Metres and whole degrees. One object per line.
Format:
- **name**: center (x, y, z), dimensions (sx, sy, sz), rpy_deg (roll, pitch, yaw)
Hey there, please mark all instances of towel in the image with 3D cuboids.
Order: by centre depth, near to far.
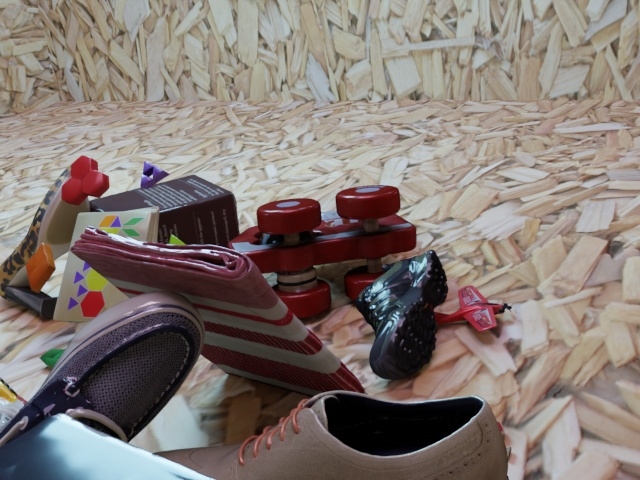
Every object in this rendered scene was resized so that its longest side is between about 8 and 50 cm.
- **towel**: center (-0.095, 0.094, 0.861), dimensions (0.237, 0.329, 0.037), rpy_deg (9, 63, 33)

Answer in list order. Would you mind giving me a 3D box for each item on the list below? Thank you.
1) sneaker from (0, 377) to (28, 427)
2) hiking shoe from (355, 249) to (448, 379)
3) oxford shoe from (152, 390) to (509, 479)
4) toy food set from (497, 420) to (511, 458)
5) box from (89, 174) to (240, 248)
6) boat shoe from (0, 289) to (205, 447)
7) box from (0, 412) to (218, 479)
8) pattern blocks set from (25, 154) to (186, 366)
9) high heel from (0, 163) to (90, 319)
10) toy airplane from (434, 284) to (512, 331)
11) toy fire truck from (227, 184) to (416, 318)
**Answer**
- **sneaker**: center (-0.365, 0.230, 0.884), dimensions (0.225, 0.088, 0.093), rpy_deg (16, 50, 44)
- **hiking shoe**: center (0.098, 0.107, 1.048), dimensions (0.114, 0.086, 0.227), rpy_deg (-13, 29, 34)
- **oxford shoe**: center (-0.022, 0.205, 0.728), dimensions (0.396, 0.147, 0.140), rpy_deg (-7, 23, 9)
- **toy food set**: center (0.150, 0.210, 0.855), dimensions (0.122, 0.019, 0.078), rpy_deg (0, 22, 16)
- **box**: center (-0.258, 0.002, 1.299), dimensions (0.203, 0.167, 0.168), rpy_deg (-18, 24, -27)
- **boat shoe**: center (-0.226, 0.204, 0.714), dimensions (0.340, 0.127, 0.158), rpy_deg (-45, 33, -2)
- **box**: center (-0.170, 0.313, 0.297), dimensions (0.212, 0.294, 0.395), rpy_deg (9, 26, 34)
- **pattern blocks set**: center (-0.308, 0.034, 1.122), dimensions (0.285, 0.325, 0.026), rpy_deg (8, -17, 25)
- **high heel**: center (-0.482, -0.014, 1.295), dimensions (0.186, 0.261, 0.093), rpy_deg (17, 4, 40)
- **toy airplane**: center (0.199, 0.106, 1.097), dimensions (0.151, 0.028, 0.151), rpy_deg (-6, 19, 2)
- **toy fire truck**: center (0.000, 0.000, 1.250), dimensions (0.302, 0.169, 0.254), rpy_deg (-10, 13, -10)
